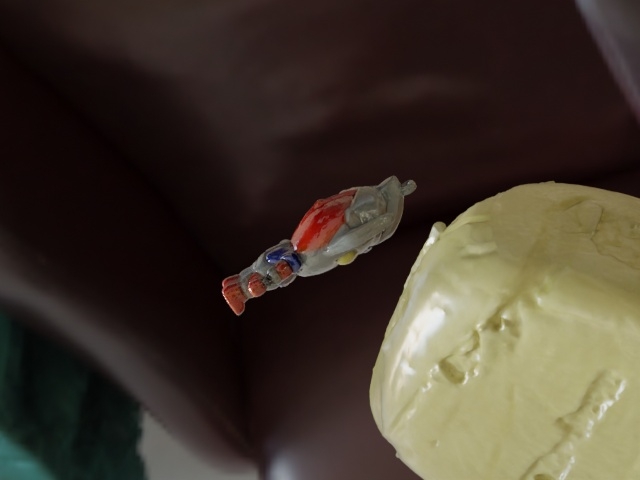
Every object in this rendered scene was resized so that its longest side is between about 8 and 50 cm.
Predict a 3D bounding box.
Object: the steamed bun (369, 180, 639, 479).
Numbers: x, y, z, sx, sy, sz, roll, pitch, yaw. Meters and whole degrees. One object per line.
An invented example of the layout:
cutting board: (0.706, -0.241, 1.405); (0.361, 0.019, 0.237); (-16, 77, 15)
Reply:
steamed bun: (0.182, 0.073, 1.077); (0.273, 0.166, 0.232); (22, 131, 7)

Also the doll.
doll: (0.000, 0.001, 1.511); (0.195, 0.062, 0.104); (-32, 175, 4)
